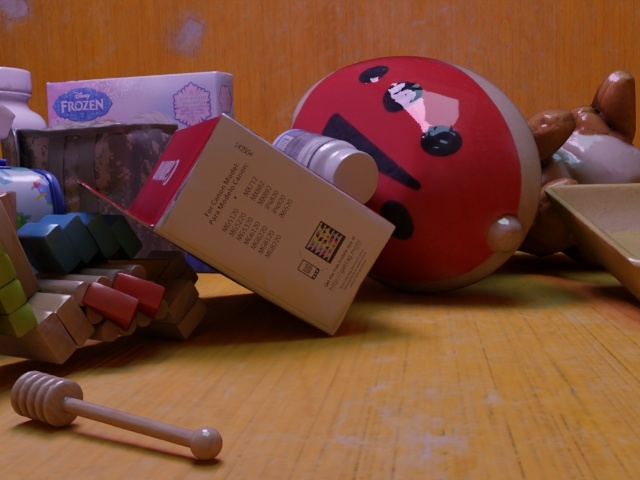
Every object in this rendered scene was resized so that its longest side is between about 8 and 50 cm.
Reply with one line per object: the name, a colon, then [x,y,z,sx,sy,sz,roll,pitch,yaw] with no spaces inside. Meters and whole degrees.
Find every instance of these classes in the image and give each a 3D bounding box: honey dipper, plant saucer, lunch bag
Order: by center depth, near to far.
honey dipper: [-0.123,0.104,0.466,0.160,0.031,0.030,4,7,33]
lunch bag: [-0.337,0.008,0.780,0.219,0.176,0.090,2,6,42]
plant saucer: [0.455,0.007,0.882,0.332,0.081,0.333,-1,17,1]
lunch bag: [-0.356,-0.053,1.137,0.286,0.235,0.169,1,8,23]

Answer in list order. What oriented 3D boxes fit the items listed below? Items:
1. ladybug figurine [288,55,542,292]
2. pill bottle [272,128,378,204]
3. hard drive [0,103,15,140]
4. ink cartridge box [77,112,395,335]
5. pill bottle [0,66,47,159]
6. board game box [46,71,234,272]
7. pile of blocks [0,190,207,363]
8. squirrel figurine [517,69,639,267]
ladybug figurine: [0.094,-0.105,1.026,0.161,0.305,0.449,21,10,-38]
pill bottle: [0.002,-0.085,0.932,0.078,0.078,0.137,-5,18,-35]
hard drive: [-0.499,-0.151,0.915,0.203,0.040,0.307,23,-14,-32]
ink cartridge box: [-0.111,-0.040,0.848,0.271,0.130,0.309,32,-6,-19]
pill bottle: [-0.547,-0.112,1.297,0.187,0.334,0.188,-2,5,0]
board game box: [-0.295,-0.108,1.291,0.318,0.318,0.066,0,5,18]
pile of blocks: [-0.212,0.031,0.648,0.112,0.149,0.362,1,5,32]
squirrel figurine: [0.291,-0.056,1.231,0.370,0.281,0.397,-12,-8,-7]
